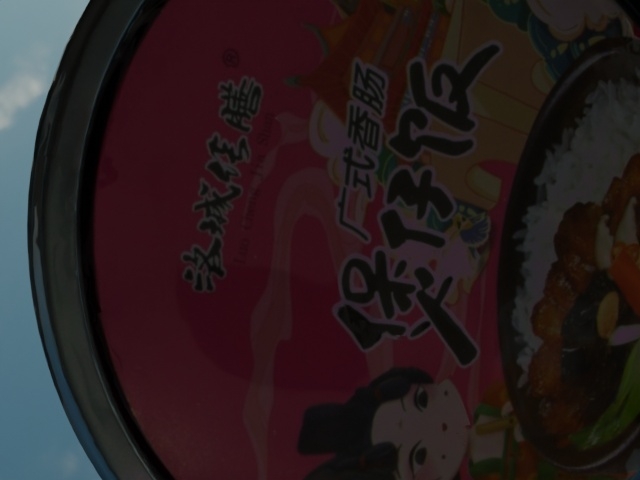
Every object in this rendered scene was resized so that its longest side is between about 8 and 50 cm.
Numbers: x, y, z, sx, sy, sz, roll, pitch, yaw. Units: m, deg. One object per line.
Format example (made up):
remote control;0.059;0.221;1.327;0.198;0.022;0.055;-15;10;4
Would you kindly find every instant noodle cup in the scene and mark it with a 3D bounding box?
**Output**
instant noodle cup;0.000;0.000;0.448;0.302;0.258;0.181;-53;-160;-17
